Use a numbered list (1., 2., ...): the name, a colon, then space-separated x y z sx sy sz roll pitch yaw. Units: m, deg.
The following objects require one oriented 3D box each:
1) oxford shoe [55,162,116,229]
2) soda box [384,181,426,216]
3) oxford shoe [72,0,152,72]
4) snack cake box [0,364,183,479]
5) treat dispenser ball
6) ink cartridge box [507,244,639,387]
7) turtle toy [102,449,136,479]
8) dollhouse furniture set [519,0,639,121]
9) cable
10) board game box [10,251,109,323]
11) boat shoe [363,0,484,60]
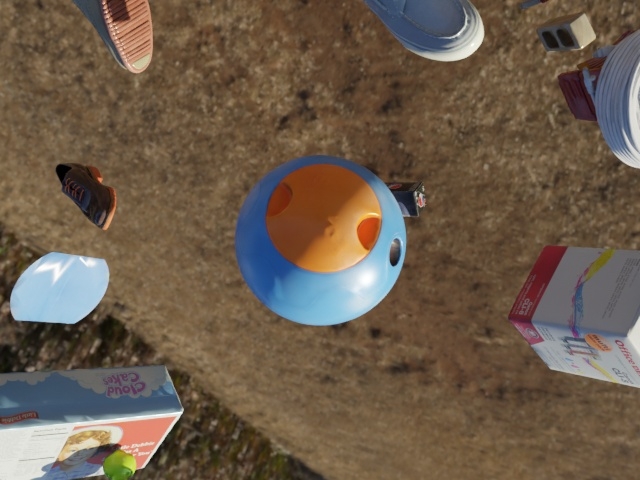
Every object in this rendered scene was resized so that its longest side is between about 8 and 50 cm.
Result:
1. oxford shoe: -0.551 -0.104 1.838 0.098 0.097 0.271 17 -165 -38
2. soda box: 0.131 -0.086 1.647 0.169 0.053 0.060 2 115 28
3. oxford shoe: -0.501 -0.564 1.773 0.146 0.140 0.397 -2 119 32
4. snack cake box: -0.344 0.253 1.081 0.264 0.089 0.152 4 132 -40
5. treat dispenser ball: 0.000 0.000 1.336 0.288 0.288 0.288 17 154 9
6. ink cartridge box: 0.362 0.095 1.003 0.176 0.127 0.128 3 143 53
7. turtle toy: -0.273 0.354 1.081 0.095 0.130 0.066 -1 -172 -13
8. dollhouse furniture set: 0.555 -0.441 1.577 0.374 0.201 0.152 59 169 -17
9. cable: 0.604 -0.253 1.394 0.089 0.257 0.257 27 144 64
10. board game box: -0.434 0.072 1.305 0.033 0.133 0.169 40 -163 35
11. boat shoe: 0.079 -0.277 0.851 0.227 0.079 0.081 46 -173 26
